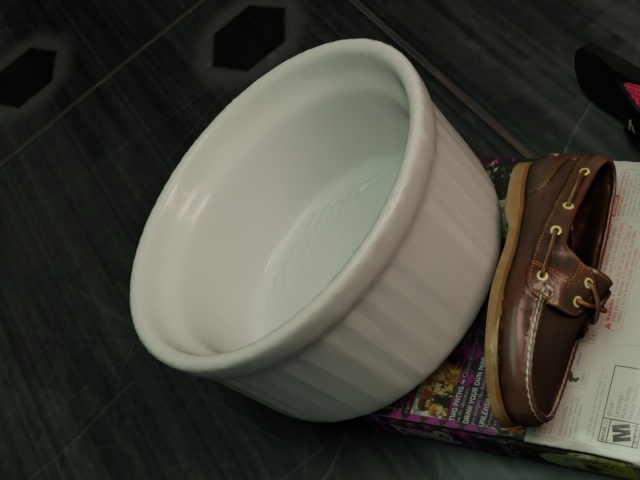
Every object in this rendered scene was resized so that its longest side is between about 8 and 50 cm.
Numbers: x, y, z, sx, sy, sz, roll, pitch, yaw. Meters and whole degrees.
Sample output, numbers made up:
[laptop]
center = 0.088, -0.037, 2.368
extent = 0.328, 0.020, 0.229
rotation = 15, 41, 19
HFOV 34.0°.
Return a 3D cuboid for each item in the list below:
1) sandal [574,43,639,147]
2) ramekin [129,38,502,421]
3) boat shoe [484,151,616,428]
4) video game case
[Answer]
[sandal]
center = 0.245, -0.096, 0.794
extent = 0.040, 0.067, 0.179
rotation = -28, 39, -16
[ramekin]
center = 0.000, 0.000, 0.783
extent = 0.277, 0.135, 0.277
rotation = -29, 41, 28
[boat shoe]
center = 0.157, 0.026, 0.698
extent = 0.073, 0.073, 0.207
rotation = -4, 58, 29
[video game case]
center = 0.160, 0.044, 0.763
extent = 0.210, 0.042, 0.232
rotation = 5, 62, 31
